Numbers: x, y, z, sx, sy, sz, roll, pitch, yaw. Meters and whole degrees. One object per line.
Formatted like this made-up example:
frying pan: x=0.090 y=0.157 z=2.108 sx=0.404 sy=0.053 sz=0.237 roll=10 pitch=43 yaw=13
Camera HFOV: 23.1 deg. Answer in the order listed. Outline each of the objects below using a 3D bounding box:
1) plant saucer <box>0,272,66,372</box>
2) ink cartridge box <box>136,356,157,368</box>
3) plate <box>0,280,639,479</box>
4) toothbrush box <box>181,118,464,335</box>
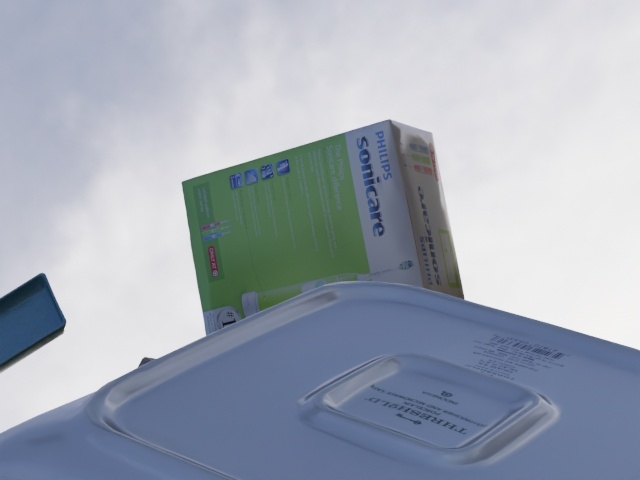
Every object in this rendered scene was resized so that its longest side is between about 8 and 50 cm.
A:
plant saucer: x=-0.291 y=0.099 z=1.253 sx=0.192 sy=0.067 sz=0.018 roll=-32 pitch=-43 yaw=-1
ink cartridge box: x=-0.098 y=0.236 z=1.312 sx=0.088 sy=0.235 sz=0.193 roll=23 pitch=-85 yaw=-51
plate: x=0.040 y=0.079 z=0.597 sx=0.278 sy=0.277 sz=0.045 roll=-23 pitch=-59 yaw=-52
toothbrush box: x=0.000 y=0.000 z=1.808 sx=0.283 sy=0.206 sz=0.122 roll=-16 pitch=-11 yaw=27
